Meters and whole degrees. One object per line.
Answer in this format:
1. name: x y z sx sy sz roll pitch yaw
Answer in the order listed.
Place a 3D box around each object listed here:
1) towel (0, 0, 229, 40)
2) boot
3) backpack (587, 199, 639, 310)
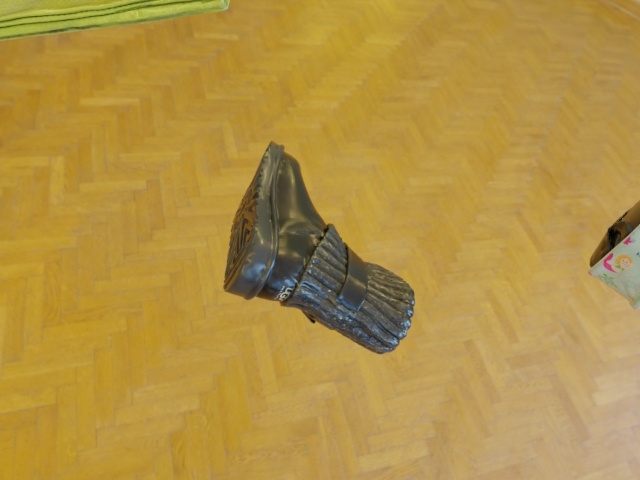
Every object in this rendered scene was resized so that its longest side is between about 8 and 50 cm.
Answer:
1. towel: -0.173 -0.175 0.296 0.238 0.021 0.102 -4 68 6
2. boot: -0.002 0.003 0.725 0.260 0.131 0.347 22 38 -19
3. backpack: 0.583 0.005 0.767 0.254 0.225 0.191 -21 59 -34
